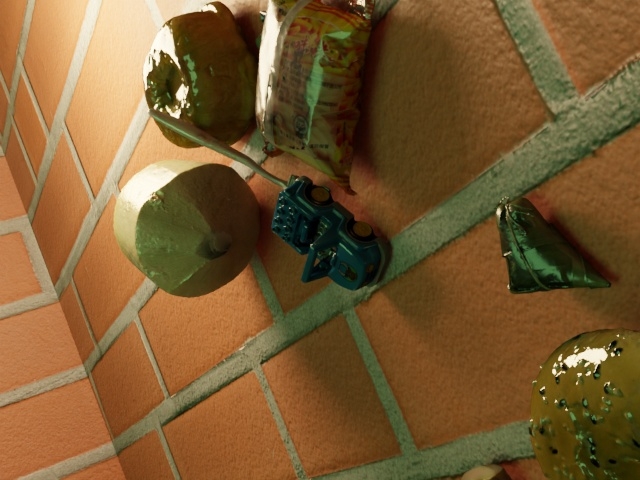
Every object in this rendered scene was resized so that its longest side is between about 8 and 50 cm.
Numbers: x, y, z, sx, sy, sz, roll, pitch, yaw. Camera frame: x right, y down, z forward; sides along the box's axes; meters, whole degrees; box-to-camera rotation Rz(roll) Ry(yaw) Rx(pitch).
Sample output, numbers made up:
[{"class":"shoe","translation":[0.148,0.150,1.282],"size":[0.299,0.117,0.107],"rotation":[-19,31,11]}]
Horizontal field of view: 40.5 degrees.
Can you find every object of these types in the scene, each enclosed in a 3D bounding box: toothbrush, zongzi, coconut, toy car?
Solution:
[{"class":"toothbrush","translation":[-0.137,-0.139,1.352],"size":[0.307,0.025,0.030],"rotation":[28,127,8]},{"class":"zongzi","translation":[0.243,0.000,0.913],"size":[0.119,0.055,0.109],"rotation":[-9,97,48]},{"class":"coconut","translation":[-0.229,-0.023,1.512],"size":[0.244,0.239,0.239],"rotation":[16,119,56]},{"class":"toy car","translation":[0.000,0.000,1.243],"size":[0.191,0.100,0.097],"rotation":[40,143,19]}]

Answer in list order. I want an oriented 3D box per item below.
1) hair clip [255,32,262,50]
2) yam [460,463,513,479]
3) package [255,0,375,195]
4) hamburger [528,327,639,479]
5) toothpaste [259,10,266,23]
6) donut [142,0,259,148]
[{"class":"hair clip","translation":[-0.065,-0.250,1.321],"size":[0.054,0.022,0.137],"rotation":[-21,88,61]},{"class":"yam","translation":[0.284,0.435,1.053],"size":[0.357,0.081,0.081],"rotation":[59,148,19]},{"class":"package","translation":[-0.016,-0.213,1.175],"size":[0.223,0.108,0.288],"rotation":[35,131,45]},{"class":"hamburger","translation":[0.309,0.146,0.757],"size":[0.192,0.167,0.288],"rotation":[59,148,17]},{"class":"toothpaste","translation":[-0.066,-0.328,1.283],"size":[0.083,0.019,0.027],"rotation":[20,146,55]},{"class":"donut","translation":[-0.197,-0.260,1.432],"size":[0.209,0.128,0.261],"rotation":[63,149,13]}]
